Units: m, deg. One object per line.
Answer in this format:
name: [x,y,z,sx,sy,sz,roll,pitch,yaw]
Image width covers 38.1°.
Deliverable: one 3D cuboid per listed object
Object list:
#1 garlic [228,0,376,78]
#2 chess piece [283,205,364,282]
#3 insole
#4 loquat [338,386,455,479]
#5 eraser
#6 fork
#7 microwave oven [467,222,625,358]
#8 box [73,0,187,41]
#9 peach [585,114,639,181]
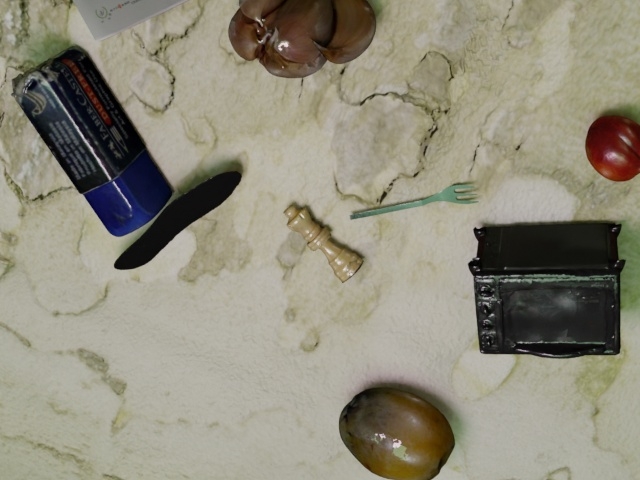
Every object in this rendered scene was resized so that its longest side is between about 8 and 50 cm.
garlic: [-0.036,-0.333,1.463,0.214,0.191,0.160,28,148,-15]
chess piece: [0.000,0.001,1.698,0.172,0.060,0.060,44,120,-8]
insole: [-0.272,-0.034,1.730,0.348,0.119,0.009,-38,67,33]
loquat: [0.144,0.375,1.797,0.227,0.179,0.179,22,123,18]
eraser: [-0.402,-0.174,1.647,0.101,0.155,0.332,-23,111,24]
fork: [0.162,-0.066,1.635,0.235,0.021,0.039,-9,112,21]
microwave oven: [0.382,0.082,1.559,0.247,0.188,0.178,-1,118,16]
box: [-0.334,-0.496,1.474,0.200,0.106,0.299,-18,114,22]
peach: [0.465,-0.147,1.464,0.101,0.101,0.101,7,120,12]
